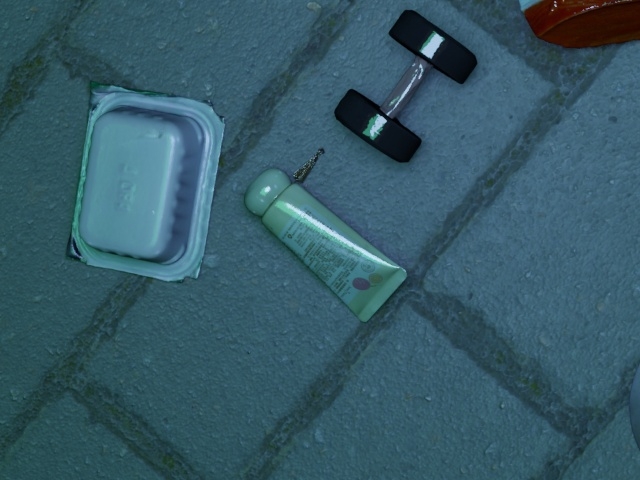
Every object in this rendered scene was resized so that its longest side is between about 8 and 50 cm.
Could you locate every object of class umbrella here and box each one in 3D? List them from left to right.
[{"bbox_3d":[-0.023,-0.130,1.926,0.083,0.031,0.020,-44,52,9],"label":"umbrella"}]

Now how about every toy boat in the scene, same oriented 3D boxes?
[{"bbox_3d":[0.481,-0.403,1.753,0.332,0.145,0.133,-8,68,10],"label":"toy boat"}]

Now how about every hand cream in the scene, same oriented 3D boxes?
[{"bbox_3d":[0.000,0.000,1.891,0.306,0.093,0.147,43,128,6],"label":"hand cream"}]

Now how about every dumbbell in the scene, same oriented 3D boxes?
[{"bbox_3d":[0.141,-0.255,1.819,0.152,0.152,0.218,36,99,8],"label":"dumbbell"}]

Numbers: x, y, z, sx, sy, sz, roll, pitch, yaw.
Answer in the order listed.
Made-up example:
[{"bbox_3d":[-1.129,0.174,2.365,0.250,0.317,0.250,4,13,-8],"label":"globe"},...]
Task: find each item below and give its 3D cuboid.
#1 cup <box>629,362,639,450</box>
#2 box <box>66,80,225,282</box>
[{"bbox_3d":[0.672,0.283,1.731,0.347,0.163,0.347,1,94,12],"label":"cup"},{"bbox_3d":[-0.327,-0.101,1.951,0.264,0.106,0.336,10,94,12],"label":"box"}]
